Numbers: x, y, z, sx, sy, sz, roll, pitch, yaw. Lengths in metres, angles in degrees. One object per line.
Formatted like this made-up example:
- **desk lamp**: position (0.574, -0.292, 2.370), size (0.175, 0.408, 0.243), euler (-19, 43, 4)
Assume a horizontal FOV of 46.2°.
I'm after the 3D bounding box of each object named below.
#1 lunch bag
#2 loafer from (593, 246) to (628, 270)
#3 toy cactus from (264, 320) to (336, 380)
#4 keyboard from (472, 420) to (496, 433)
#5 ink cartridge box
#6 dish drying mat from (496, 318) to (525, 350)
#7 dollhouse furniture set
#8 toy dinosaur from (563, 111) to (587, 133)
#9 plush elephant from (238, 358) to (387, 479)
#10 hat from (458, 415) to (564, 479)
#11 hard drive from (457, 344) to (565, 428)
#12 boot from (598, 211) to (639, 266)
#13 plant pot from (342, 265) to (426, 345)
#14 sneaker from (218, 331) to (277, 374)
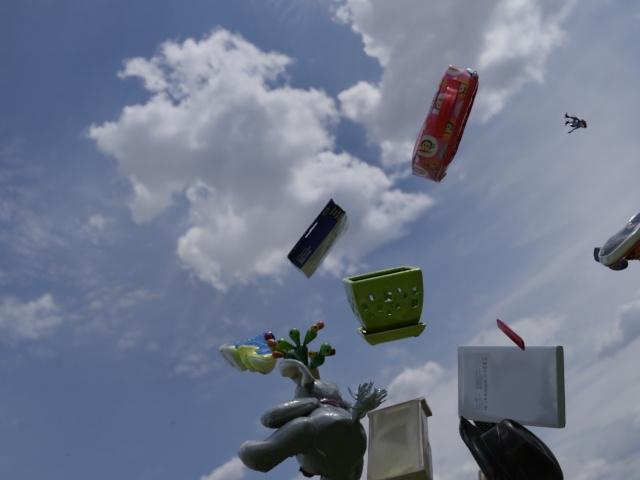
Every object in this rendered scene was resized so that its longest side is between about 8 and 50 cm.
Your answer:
- **lunch bag**: position (0.339, -0.326, 2.053), size (0.258, 0.120, 0.293), euler (83, -153, -75)
- **loafer**: position (0.905, 0.051, 2.305), size (0.061, 0.170, 0.062), euler (-5, -74, -6)
- **toy cactus**: position (-0.041, 0.301, 1.947), size (0.219, 0.181, 0.112), euler (-10, 19, 34)
- **keyboard**: position (0.544, 0.592, 2.411), size (0.108, 0.180, 0.023), euler (-28, 0, 36)
- **ink cartridge box**: position (0.000, 0.000, 2.242), size (0.223, 0.045, 0.224), euler (-52, -16, -5)
- **dish drying mat**: position (0.398, 0.196, 1.568), size (0.008, 0.083, 0.032), euler (-28, -52, -14)
- **dollhouse furniture set**: position (0.277, 0.669, 2.050), size (0.362, 0.256, 0.394), euler (-20, -61, 18)
- **toy dinosaur**: position (0.698, -0.323, 2.033), size (0.090, 0.082, 0.047), euler (-22, -58, -30)
- **plush elephant**: position (-0.015, 0.407, 1.649), size (0.272, 0.255, 0.330), euler (44, -96, -16)
- **hat**: position (0.459, 0.506, 1.704), size (0.134, 0.331, 0.331), euler (-39, -30, 10)
- **hard drive**: position (0.494, 0.378, 1.973), size (0.040, 0.203, 0.307), euler (9, -12, -41)
- **boot**: position (0.868, 0.046, 2.035), size (0.244, 0.176, 0.088), euler (-34, 9, -27)
- **plant pot**: position (0.204, 0.202, 2.329), size (0.227, 0.207, 0.228), euler (-11, 0, -5)
- **sneaker**: position (-0.202, 0.337, 2.293), size (0.126, 0.240, 0.091), euler (-46, -54, -31)
